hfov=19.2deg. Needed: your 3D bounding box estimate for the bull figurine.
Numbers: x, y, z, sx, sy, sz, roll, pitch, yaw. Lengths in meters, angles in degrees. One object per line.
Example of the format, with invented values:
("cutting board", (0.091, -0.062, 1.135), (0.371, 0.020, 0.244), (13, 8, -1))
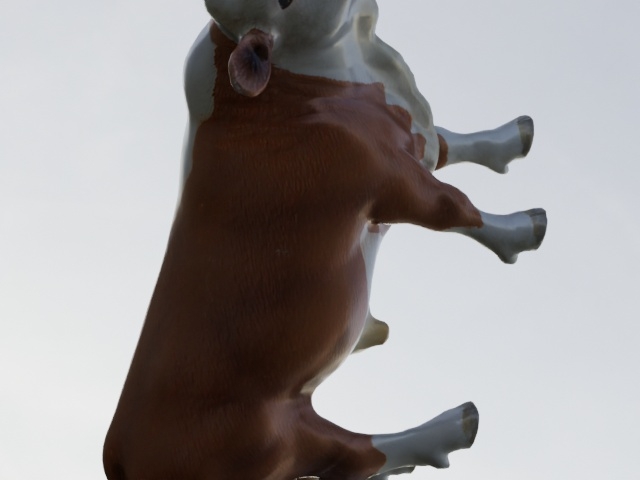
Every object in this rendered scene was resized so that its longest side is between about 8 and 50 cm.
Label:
("bull figurine", (0.000, 0.000, 0.892), (0.188, 0.101, 0.310), (13, -69, -17))
